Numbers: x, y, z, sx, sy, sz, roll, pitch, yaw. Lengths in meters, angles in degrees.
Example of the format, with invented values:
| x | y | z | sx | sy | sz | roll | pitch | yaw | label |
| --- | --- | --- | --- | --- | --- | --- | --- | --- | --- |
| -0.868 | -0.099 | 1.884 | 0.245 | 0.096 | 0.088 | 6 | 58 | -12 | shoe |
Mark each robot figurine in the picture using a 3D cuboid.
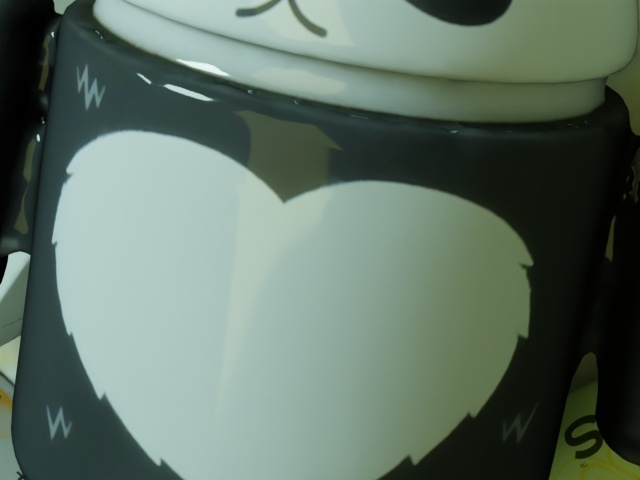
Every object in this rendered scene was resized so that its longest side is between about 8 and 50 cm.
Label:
| x | y | z | sx | sy | sz | roll | pitch | yaw | label |
| --- | --- | --- | --- | --- | --- | --- | --- | --- | --- |
| -0.002 | 0.000 | 0.583 | 0.173 | 0.209 | 0.278 | 36 | 120 | 54 | robot figurine |

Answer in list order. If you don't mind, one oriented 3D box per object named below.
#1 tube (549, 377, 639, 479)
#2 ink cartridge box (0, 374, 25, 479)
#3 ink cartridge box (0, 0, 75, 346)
| x | y | z | sx | sy | sz | roll | pitch | yaw | label |
| --- | --- | --- | --- | --- | --- | --- | --- | --- | --- |
| 0.141 | 0.057 | 0.610 | 0.240 | 0.070 | 0.062 | -35 | 125 | 29 | tube |
| -0.136 | 0.099 | 0.699 | 0.181 | 0.104 | 0.061 | 42 | 114 | 5 | ink cartridge box |
| -0.119 | -0.031 | 0.688 | 0.088 | 0.052 | 0.122 | 39 | 115 | 7 | ink cartridge box |
